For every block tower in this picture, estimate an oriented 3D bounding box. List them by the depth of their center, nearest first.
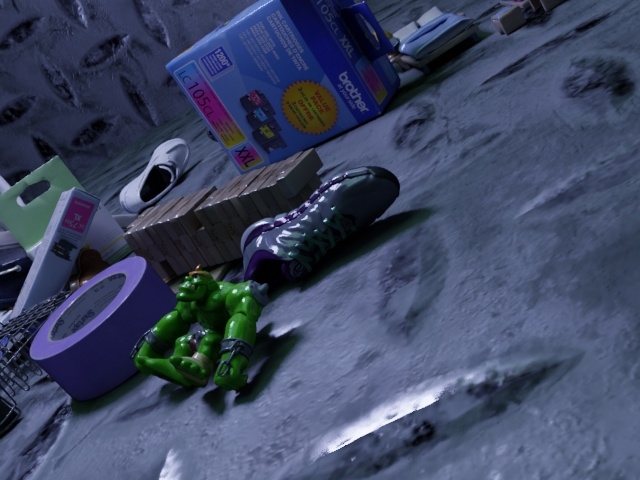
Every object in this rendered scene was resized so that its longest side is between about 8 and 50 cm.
[{"bbox_3d":[-0.136,-0.028,1.176,0.336,0.097,0.091,-17,23,36],"label":"block tower"}]

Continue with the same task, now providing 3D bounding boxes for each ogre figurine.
[{"bbox_3d":[-0.123,0.095,0.873,0.118,0.097,0.197,-63,13,-23],"label":"ogre figurine"}]

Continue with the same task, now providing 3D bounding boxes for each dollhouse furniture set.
[{"bbox_3d":[0.228,-0.447,1.491,0.303,0.198,0.286,-33,17,5],"label":"dollhouse furniture set"}]

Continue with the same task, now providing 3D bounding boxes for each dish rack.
[{"bbox_3d":[-0.475,0.189,1.241,0.208,0.074,0.271,-21,25,34],"label":"dish rack"}]

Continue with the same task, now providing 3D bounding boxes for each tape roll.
[{"bbox_3d":[-0.279,0.113,1.080,0.189,0.080,0.189,-30,23,14],"label":"tape roll"}]

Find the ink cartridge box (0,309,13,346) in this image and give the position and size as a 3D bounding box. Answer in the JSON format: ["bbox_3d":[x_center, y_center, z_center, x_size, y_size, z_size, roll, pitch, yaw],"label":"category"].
[{"bbox_3d":[-0.675,0.214,1.621,0.145,0.045,0.179,-8,41,53],"label":"ink cartridge box"}]

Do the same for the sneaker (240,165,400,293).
[{"bbox_3d":[0.000,0.000,0.960,0.224,0.083,0.098,-29,38,29],"label":"sneaker"}]

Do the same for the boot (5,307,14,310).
[{"bbox_3d":[-0.630,0.113,1.802,0.114,0.037,0.106,-31,15,23],"label":"boot"}]

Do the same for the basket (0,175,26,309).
[{"bbox_3d":[-0.800,0.019,1.795,0.328,0.331,0.266,-42,5,-23],"label":"basket"}]

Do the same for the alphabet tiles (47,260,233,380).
[{"bbox_3d":[-0.264,0.090,1.256,0.343,0.011,0.285,-24,20,28],"label":"alphabet tiles"}]

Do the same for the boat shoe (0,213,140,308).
[{"bbox_3d":[-0.528,0.041,1.698,0.341,0.158,0.127,-11,3,-25],"label":"boat shoe"}]

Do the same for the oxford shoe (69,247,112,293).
[{"bbox_3d":[-0.406,0.063,1.502,0.076,0.076,0.212,-16,23,-8],"label":"oxford shoe"}]

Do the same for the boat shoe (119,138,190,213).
[{"bbox_3d":[-0.382,-0.161,2.011,0.084,0.095,0.258,-11,39,42],"label":"boat shoe"}]

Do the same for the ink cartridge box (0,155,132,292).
[{"bbox_3d":[-0.502,-0.027,1.607,0.171,0.235,0.056,-40,15,-21],"label":"ink cartridge box"}]

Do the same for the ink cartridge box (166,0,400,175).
[{"bbox_3d":[-0.043,-0.316,1.502,0.396,0.270,0.151,-23,23,32],"label":"ink cartridge box"}]

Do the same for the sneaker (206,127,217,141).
[{"bbox_3d":[-0.175,-0.316,2.063,0.234,0.078,0.106,-29,15,3],"label":"sneaker"}]

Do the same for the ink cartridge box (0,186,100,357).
[{"bbox_3d":[-0.487,0.059,1.477,0.311,0.065,0.186,-67,21,-8],"label":"ink cartridge box"}]
